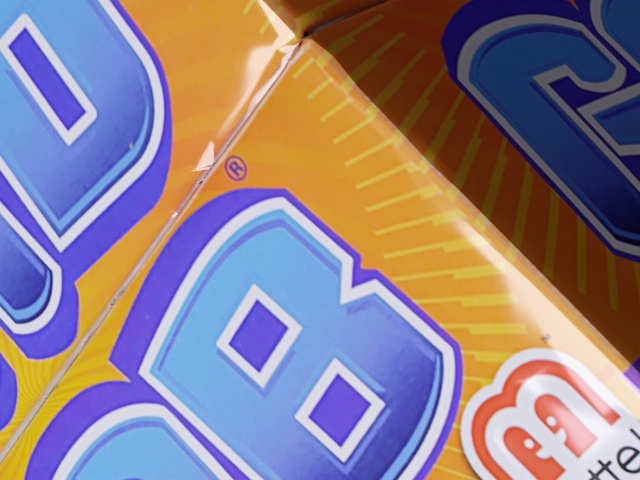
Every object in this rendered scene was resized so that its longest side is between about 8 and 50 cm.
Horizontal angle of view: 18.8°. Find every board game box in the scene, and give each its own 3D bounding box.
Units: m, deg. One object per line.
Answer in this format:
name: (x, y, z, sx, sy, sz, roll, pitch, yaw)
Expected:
board game box: (0.000, 0.000, 0.783, 0.356, 0.356, 0.356, 46, 126, 11)
